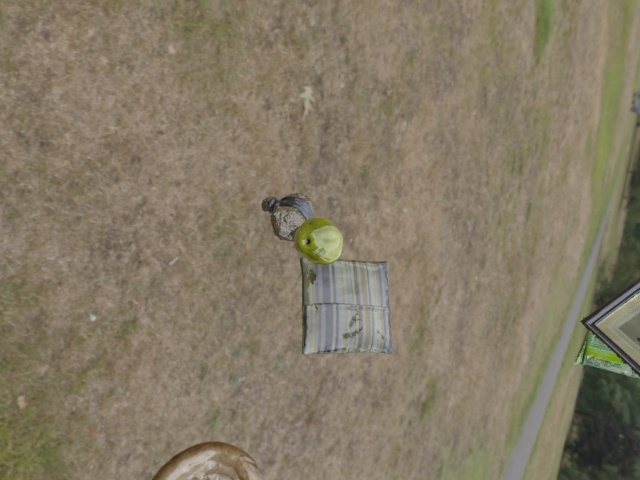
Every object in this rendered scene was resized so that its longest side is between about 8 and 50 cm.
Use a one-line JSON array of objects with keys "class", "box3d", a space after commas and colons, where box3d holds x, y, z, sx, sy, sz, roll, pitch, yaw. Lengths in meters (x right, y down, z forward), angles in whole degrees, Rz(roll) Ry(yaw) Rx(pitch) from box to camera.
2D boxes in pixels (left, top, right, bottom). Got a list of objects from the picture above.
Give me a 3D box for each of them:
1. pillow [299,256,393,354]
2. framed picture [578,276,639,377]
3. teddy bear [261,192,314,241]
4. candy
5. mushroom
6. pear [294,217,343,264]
[{"class": "pillow", "box3d": [0.058, 0.137, 1.190, 0.212, 0.052, 0.208, 5, 71, -23]}, {"class": "framed picture", "box3d": [0.486, 0.113, 0.729, 0.199, 0.195, 0.010, -36, 137, 0]}, {"class": "teddy bear", "box3d": [-0.072, -0.064, 1.498, 0.251, 0.182, 0.129, -60, 176, -81]}, {"class": "candy", "box3d": [0.540, 0.195, 0.972, 0.032, 0.178, 0.102, -26, 121, -53]}, {"class": "mushroom", "box3d": [-0.219, 0.542, 1.117, 0.146, 0.278, 0.278, 90, 26, -56]}, {"class": "pear", "box3d": [0.000, 0.000, 1.028, 0.097, 0.092, 0.092, 2, 99, -72]}]
